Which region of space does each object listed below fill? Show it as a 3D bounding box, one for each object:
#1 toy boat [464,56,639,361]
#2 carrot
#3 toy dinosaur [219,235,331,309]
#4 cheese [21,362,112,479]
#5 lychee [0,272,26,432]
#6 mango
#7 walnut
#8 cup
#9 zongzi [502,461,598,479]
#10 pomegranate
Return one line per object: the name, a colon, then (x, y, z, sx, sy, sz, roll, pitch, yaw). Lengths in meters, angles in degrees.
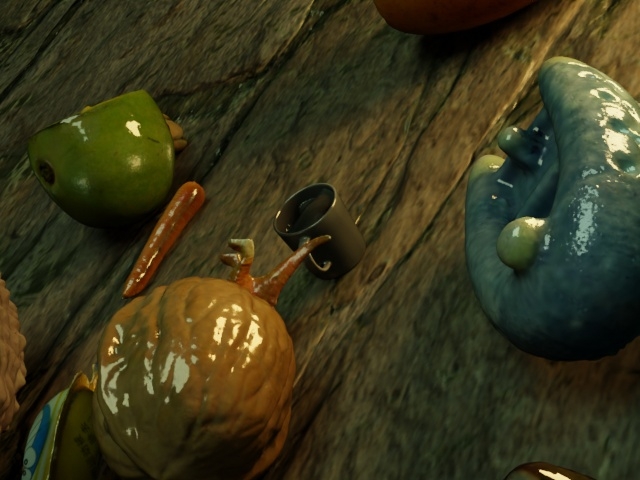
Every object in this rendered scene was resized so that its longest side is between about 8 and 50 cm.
toy boat: (0.184, -0.036, 0.990, 0.215, 0.123, 0.330, -56, 20, 31)
carrot: (-0.201, 0.002, 1.475, 0.037, 0.037, 0.190, -1, 50, 43)
toy dinosaur: (-0.082, 0.073, 1.197, 0.212, 0.057, 0.142, -16, 69, 40)
cheese: (-0.239, 0.202, 1.162, 0.069, 0.177, 0.270, 6, 23, 2)
lychee: (-0.516, 0.147, 1.287, 0.432, 0.380, 0.380, -53, 29, 15)
mango: (0.220, -0.368, 1.428, 0.350, 0.201, 0.199, -19, 72, 12)
walnut: (-0.118, 0.139, 1.079, 0.213, 0.213, 0.213, -25, 34, 18)
cup: (0.000, 0.000, 1.242, 0.078, 0.077, 0.100, -18, 36, 26)
zongzi: (0.122, 0.392, 0.564, 0.432, 0.207, 0.403, -52, 41, 10)
pomegranate: (-0.278, -0.099, 1.578, 0.189, 0.159, 0.241, -25, 5, 3)
